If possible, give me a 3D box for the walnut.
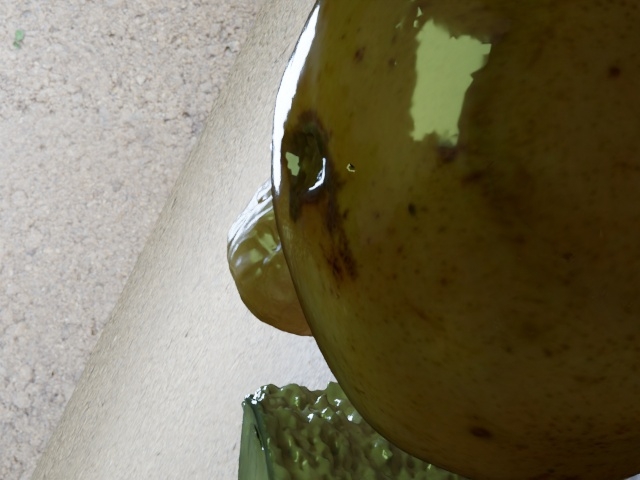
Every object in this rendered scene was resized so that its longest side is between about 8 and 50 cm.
[{"bbox_3d":[0.000,0.000,1.967,0.226,0.193,0.193,-51,18,25],"label":"walnut"}]

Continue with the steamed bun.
[{"bbox_3d":[0.038,0.222,1.286,0.273,0.272,0.290,-56,12,23],"label":"steamed bun"}]

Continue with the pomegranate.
[{"bbox_3d":[0.167,-0.043,1.155,0.417,0.416,0.417,-55,17,25],"label":"pomegranate"}]
